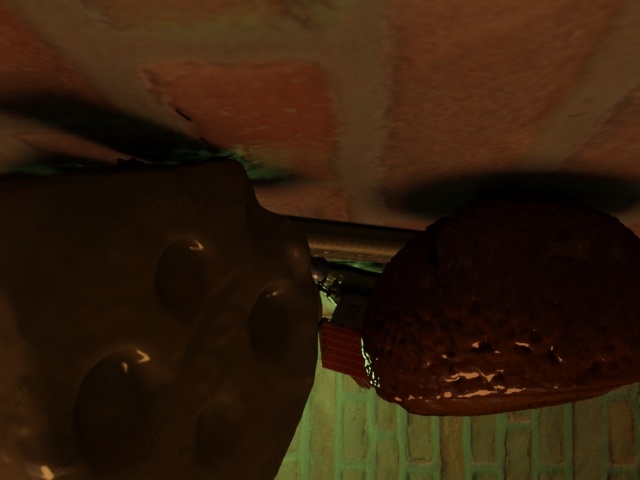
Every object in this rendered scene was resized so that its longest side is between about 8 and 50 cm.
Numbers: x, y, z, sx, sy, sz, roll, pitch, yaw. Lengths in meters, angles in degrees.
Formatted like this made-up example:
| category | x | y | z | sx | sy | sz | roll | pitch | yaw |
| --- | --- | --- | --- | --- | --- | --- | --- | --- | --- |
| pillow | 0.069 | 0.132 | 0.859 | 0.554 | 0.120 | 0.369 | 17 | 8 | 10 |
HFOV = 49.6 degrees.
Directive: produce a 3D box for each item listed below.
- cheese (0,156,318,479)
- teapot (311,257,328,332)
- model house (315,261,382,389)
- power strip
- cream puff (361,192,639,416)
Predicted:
| category | x | y | z | sx | sy | sz | roll | pitch | yaw |
| --- | --- | --- | --- | --- | --- | --- | --- | --- | --- |
| cheese | -0.129 | 0.070 | 0.536 | 0.115 | 0.318 | 0.326 | 2 | 139 | 35 |
| teapot | -0.101 | 0.111 | 1.045 | 0.280 | 0.252 | 0.424 | -38 | -178 | 13 |
| model house | 0.092 | 0.159 | 1.190 | 0.294 | 0.153 | 0.207 | 7 | 151 | 40 |
| power strip | 0.000 | 0.000 | 0.869 | 0.268 | 0.034 | 0.092 | 6 | 171 | -22 |
| cream puff | 0.186 | 0.063 | 0.691 | 0.303 | 0.212 | 0.303 | -3 | 164 | -1 |
